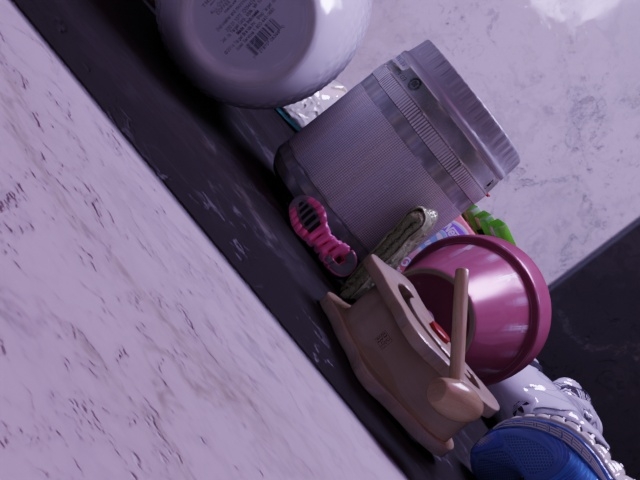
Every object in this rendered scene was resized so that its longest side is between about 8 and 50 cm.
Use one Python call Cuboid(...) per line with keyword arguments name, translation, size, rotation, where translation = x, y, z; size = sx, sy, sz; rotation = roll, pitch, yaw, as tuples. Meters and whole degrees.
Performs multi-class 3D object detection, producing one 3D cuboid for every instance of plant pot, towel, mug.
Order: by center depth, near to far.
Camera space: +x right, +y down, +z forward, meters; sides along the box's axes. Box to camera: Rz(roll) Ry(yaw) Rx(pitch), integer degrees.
Cuboid(name="towel", translation=(0.085, 0.018, 1.469), size=(0.027, 0.148, 0.110), rotation=(43, 10, 11))
Cuboid(name="plant pot", translation=(0.167, 0.093, 1.518), size=(0.201, 0.201, 0.180), rotation=(54, 23, 16))
Cuboid(name="mug", translation=(-0.035, -0.328, 1.534), size=(0.276, 0.374, 0.328), rotation=(55, 13, -12))

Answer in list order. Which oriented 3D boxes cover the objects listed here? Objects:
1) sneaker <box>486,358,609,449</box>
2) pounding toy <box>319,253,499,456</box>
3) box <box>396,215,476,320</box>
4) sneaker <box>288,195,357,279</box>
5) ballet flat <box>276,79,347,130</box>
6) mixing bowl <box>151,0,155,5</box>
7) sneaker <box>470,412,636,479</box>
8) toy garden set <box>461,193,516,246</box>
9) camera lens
Cuboid(name="sneaker", translation=(0.371, 0.308, 1.907), size=(0.366, 0.137, 0.210), rotation=(38, 15, -43))
Cuboid(name="pounding toy", translation=(0.123, 0.108, 1.233), size=(0.154, 0.155, 0.269), rotation=(41, 12, -35))
Cuboid(name="box", translation=(0.180, 0.055, 1.807), size=(0.300, 0.142, 0.154), rotation=(58, -1, 40))
Cuboid(name="sneaker", translation=(0.000, 0.000, 1.477), size=(0.119, 0.047, 0.057), rotation=(57, -8, 15))
Cuboid(name="ballet flat", translation=(0.022, -0.236, 2.380), size=(0.409, 0.147, 0.147), rotation=(46, 10, -36))
Cuboid(name="mixing bowl", translation=(-0.211, -0.389, 1.803), size=(0.181, 0.098, 0.181), rotation=(50, 8, -10))
Cuboid(name="sneaker", translation=(0.257, 0.291, 1.255), size=(0.330, 0.147, 0.129), rotation=(27, -43, 54))
Cuboid(name="toy garden set", translation=(0.234, -0.035, 1.900), size=(0.203, 0.049, 0.244), rotation=(63, -4, -15))
Cuboid(name="camera lens", translation=(0.093, -0.101, 1.586), size=(0.219, 0.274, 0.219), rotation=(50, 7, -9))
